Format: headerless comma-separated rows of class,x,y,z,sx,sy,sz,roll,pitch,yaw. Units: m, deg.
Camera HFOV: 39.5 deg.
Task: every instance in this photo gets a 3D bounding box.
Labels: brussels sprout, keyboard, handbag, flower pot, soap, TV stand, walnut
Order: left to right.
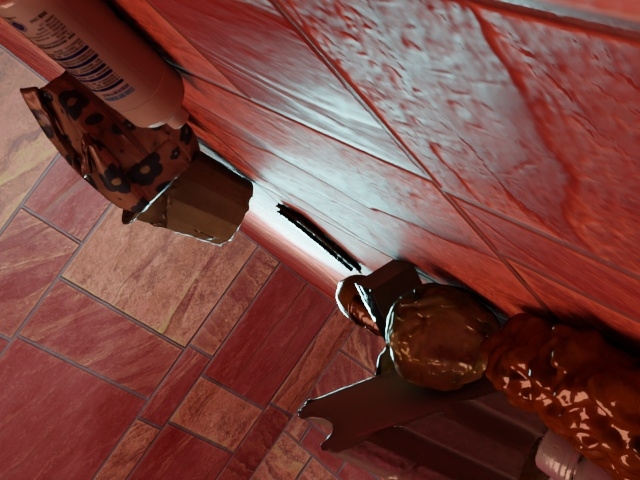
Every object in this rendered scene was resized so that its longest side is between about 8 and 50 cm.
handbag,-0.348,-0.193,1.445,0.251,0.190,0.193,38,166,26
flower pot,-0.251,-0.085,1.712,0.202,0.212,0.212,29,177,-22
keyboard,0.000,0.000,1.775,0.230,0.025,0.093,40,176,-42
walnut,0.123,0.146,1.853,0.207,0.116,0.116,35,175,4
TV stand,0.157,0.167,1.384,0.270,0.082,0.088,61,168,-12
soap,0.166,0.215,1.253,0.302,0.258,0.159,27,-172,-22
brussels sprout,0.168,0.129,1.238,0.152,0.149,0.122,50,-167,5

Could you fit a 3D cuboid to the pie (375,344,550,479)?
pie,0.252,0.298,1.504,0.371,0.297,0.078,33,156,-3

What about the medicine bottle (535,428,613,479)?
medicine bottle,0.470,0.365,1.363,0.254,0.152,0.152,32,174,38

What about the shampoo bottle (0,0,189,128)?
shampoo bottle,-0.247,-0.216,1.031,0.092,0.092,0.303,31,174,37

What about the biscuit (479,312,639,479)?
biscuit,0.337,0.202,0.963,0.312,0.111,0.318,37,175,-4
